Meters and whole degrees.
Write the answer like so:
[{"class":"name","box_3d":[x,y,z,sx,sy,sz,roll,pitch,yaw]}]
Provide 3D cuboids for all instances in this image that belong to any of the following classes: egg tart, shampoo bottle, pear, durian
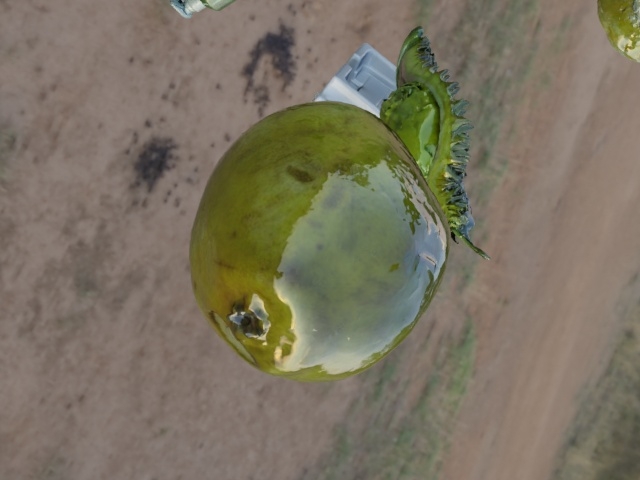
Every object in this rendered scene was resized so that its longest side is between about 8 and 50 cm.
[{"class":"egg tart","box_3d":[0.497,-0.341,1.443,0.078,0.197,0.197,-117,-136,-76]},{"class":"shampoo bottle","box_3d":[-0.120,-0.376,1.418,0.065,0.204,0.065,47,28,-34]},{"class":"pear","box_3d":[0.000,0.000,0.989,0.321,0.269,0.269,-40,146,-60]},{"class":"durian","box_3d":[0.142,-0.137,1.293,0.106,0.132,0.375,39,36,-51]}]

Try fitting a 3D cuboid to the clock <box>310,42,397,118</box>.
[{"class":"clock","box_3d":[0.110,-0.218,1.755,0.116,0.231,0.262,-56,180,37]}]
